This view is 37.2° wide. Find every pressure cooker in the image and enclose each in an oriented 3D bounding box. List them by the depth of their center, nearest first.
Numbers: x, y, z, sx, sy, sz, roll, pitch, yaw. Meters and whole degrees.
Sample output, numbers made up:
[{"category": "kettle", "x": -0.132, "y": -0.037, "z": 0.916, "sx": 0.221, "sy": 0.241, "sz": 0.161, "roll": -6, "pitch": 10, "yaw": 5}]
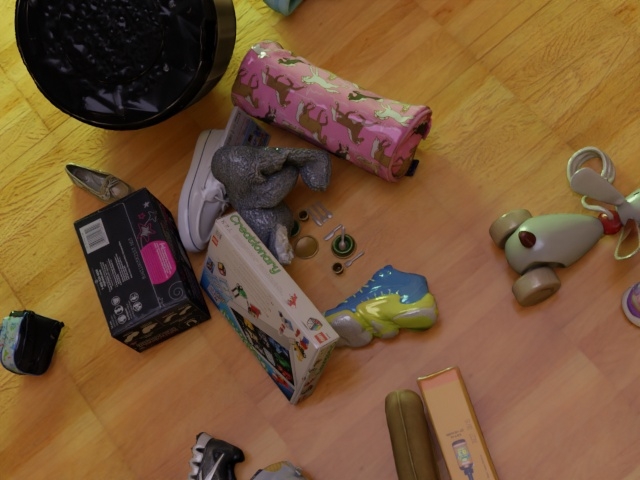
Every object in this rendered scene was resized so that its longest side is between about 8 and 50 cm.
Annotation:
[{"category": "pressure cooker", "x": -0.351, "y": -0.402, "z": 1.814, "sx": 0.369, "sy": 0.420, "sz": 0.376, "roll": -3, "pitch": 104, "yaw": 4}]

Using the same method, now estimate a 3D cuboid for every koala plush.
[{"category": "koala plush", "x": -0.109, "y": -0.061, "z": 1.753, "sx": 0.196, "sy": 0.203, "sz": 0.221, "roll": 6, "pitch": 95, "yaw": 44}]

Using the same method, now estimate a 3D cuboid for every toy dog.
[{"category": "toy dog", "x": 0.444, "y": -0.031, "z": 1.638, "sx": 0.333, "sy": 0.161, "sz": 0.220, "roll": -43, "pitch": 68, "yaw": -5}]

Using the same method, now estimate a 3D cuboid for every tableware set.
[{"category": "tableware set", "x": 0.000, "y": 0.000, "z": 1.795, "sx": 0.104, "sy": 0.024, "sz": 0.154, "roll": -39, "pitch": 68, "yaw": -3}]

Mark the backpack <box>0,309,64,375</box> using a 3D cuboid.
[{"category": "backpack", "x": -0.556, "y": 0.197, "z": 1.802, "sx": 0.084, "sy": 0.105, "sz": 0.114, "roll": -4, "pitch": 69, "yaw": 35}]

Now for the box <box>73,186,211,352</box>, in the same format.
[{"category": "box", "x": -0.334, "y": 0.058, "z": 1.782, "sx": 0.163, "sy": 0.142, "sz": 0.247, "roll": -26, "pitch": 66, "yaw": 3}]

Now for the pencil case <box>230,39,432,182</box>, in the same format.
[{"category": "pencil case", "x": 0.017, "y": -0.250, "z": 1.806, "sx": 0.386, "sy": 0.167, "sz": 0.160, "roll": 26, "pitch": 89, "yaw": 19}]

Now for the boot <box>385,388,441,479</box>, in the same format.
[{"category": "boot", "x": 0.171, "y": 0.415, "z": 1.554, "sx": 0.089, "sy": 0.236, "sz": 0.270, "roll": -10, "pitch": 46, "yaw": -1}]

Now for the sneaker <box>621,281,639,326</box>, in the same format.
[{"category": "sneaker", "x": 0.626, "y": 0.068, "z": 1.596, "sx": 0.236, "sy": 0.104, "sz": 0.095, "roll": -24, "pitch": 66, "yaw": 2}]

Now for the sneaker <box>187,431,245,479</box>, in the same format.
[{"category": "sneaker", "x": -0.190, "y": 0.454, "z": 1.644, "sx": 0.106, "sy": 0.078, "sz": 0.234, "roll": 7, "pitch": 70, "yaw": 17}]

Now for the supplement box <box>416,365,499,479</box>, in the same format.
[{"category": "supplement box", "x": 0.236, "y": 0.335, "z": 1.599, "sx": 0.078, "sy": 0.080, "sz": 0.234, "roll": -19, "pitch": 66, "yaw": 5}]

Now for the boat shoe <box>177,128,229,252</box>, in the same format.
[{"category": "boat shoe", "x": -0.207, "y": -0.101, "z": 1.831, "sx": 0.084, "sy": 0.095, "sz": 0.258, "roll": -1, "pitch": 71, "yaw": 26}]

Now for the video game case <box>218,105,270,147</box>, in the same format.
[{"category": "video game case", "x": -0.145, "y": -0.193, "z": 1.841, "sx": 0.011, "sy": 0.122, "sz": 0.087, "roll": 9, "pitch": 73, "yaw": 34}]

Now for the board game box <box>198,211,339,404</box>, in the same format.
[{"category": "board game box", "x": -0.100, "y": 0.121, "z": 1.685, "sx": 0.053, "sy": 0.193, "sz": 0.305, "roll": -25, "pitch": 64, "yaw": -33}]

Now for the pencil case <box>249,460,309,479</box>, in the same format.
[{"category": "pencil case", "x": 0.004, "y": 0.463, "z": 1.549, "sx": 0.273, "sy": 0.114, "sz": 0.124, "roll": 21, "pitch": 46, "yaw": 35}]

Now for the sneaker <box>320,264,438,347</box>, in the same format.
[{"category": "sneaker", "x": 0.091, "y": 0.116, "z": 1.714, "sx": 0.240, "sy": 0.091, "sz": 0.126, "roll": -7, "pitch": 51, "yaw": 10}]

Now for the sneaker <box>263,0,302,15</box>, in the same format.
[{"category": "sneaker", "x": 0.028, "y": -0.596, "z": 1.955, "sx": 0.366, "sy": 0.135, "sz": 0.150, "roll": -40, "pitch": 75, "yaw": 5}]

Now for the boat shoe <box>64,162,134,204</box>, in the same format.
[{"category": "boat shoe", "x": -0.446, "y": -0.116, "z": 1.916, "sx": 0.153, "sy": 0.048, "sz": 0.056, "roll": 26, "pitch": 78, "yaw": 19}]
